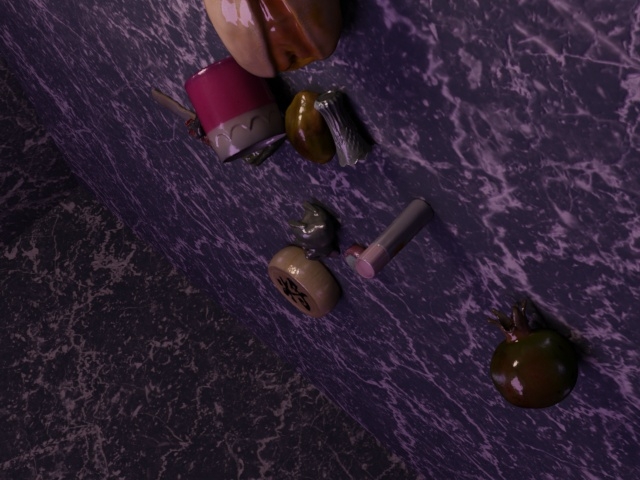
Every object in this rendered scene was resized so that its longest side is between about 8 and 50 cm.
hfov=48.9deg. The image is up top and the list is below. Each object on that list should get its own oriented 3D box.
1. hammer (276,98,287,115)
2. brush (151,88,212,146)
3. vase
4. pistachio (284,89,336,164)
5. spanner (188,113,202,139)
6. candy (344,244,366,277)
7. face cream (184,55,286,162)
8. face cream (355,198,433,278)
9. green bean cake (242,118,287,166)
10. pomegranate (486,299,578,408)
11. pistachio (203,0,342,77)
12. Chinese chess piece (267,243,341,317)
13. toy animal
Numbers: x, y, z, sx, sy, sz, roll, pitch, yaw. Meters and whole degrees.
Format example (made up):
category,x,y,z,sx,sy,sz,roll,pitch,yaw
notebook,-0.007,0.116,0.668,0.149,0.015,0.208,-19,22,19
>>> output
category,x,y,z,sx,sy,sz,roll,pitch,yaw
hammer,-0.050,-0.259,1.654,0.178,0.021,0.065,49,159,-18
brush,-0.403,-0.359,2.095,0.321,0.050,0.060,35,161,28
vase,0.043,-0.235,1.448,0.081,0.081,0.148,15,139,54
pistachio,-0.027,-0.241,1.525,0.110,0.100,0.189,28,155,31
spanner,-0.329,-0.363,1.924,0.054,0.015,0.254,48,150,10
candy,0.112,0.057,1.901,0.103,0.043,0.103,40,158,20
face cream,-0.186,-0.292,1.565,0.195,0.175,0.175,64,157,-5
face cream,0.156,-0.003,1.483,0.057,0.198,0.084,42,160,6
green bean cake,-0.177,-0.288,1.749,0.183,0.094,0.185,49,154,-6
pomegranate,0.432,0.238,1.472,0.224,0.181,0.181,62,158,-2
pistachio,-0.083,-0.417,1.174,0.230,0.230,0.309,27,158,40
Chinese chess piece,-0.053,0.133,2.270,0.257,0.104,0.257,38,159,18
toy animal,-0.008,0.003,1.934,0.138,0.108,0.236,28,154,37
